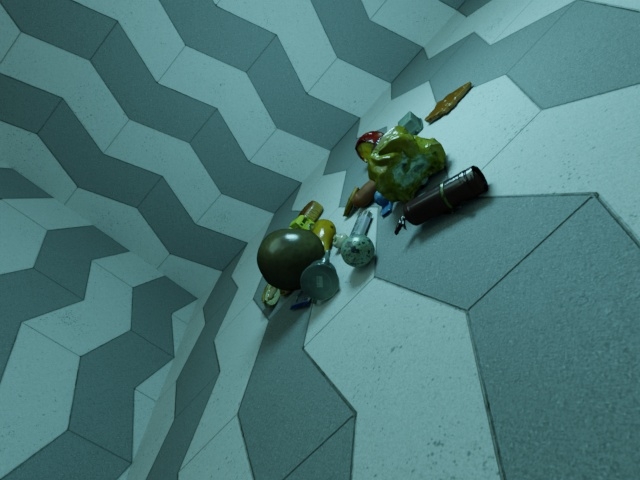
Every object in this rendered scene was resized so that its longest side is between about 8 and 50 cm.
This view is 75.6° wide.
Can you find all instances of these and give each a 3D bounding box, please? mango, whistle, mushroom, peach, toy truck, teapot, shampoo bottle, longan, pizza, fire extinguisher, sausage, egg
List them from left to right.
[{"bbox_3d":[-0.137,0.083,1.923,0.319,0.319,0.319,-44,18,18],"label":"longan"},{"bbox_3d":[-0.154,-0.032,2.505,0.124,0.157,0.272,-26,29,53],"label":"toy truck"},{"bbox_3d":[-0.004,-0.004,2.132,0.177,0.120,0.295,-39,20,32],"label":"mango"},{"bbox_3d":[0.000,0.159,1.758,0.149,0.162,0.239,-75,-1,-71],"label":"teapot"},{"bbox_3d":[0.093,0.000,1.971,0.083,0.067,0.083,-50,18,23],"label":"mushroom"},{"bbox_3d":[0.179,-0.228,2.203,0.176,0.036,0.185,-54,-11,-49],"label":"pizza"},{"bbox_3d":[0.144,0.043,1.642,0.132,0.132,0.172,-56,6,-19],"label":"egg"},{"bbox_3d":[0.172,-0.039,1.870,0.086,0.056,0.227,-34,23,47],"label":"shampoo bottle"},{"bbox_3d":[0.300,-0.536,2.382,0.226,0.196,0.190,-84,4,-65],"label":"peach"},{"bbox_3d":[0.281,-0.183,1.855,0.090,0.090,0.158,-38,20,35],"label":"whistle"},{"bbox_3d":[0.310,-0.294,1.998,0.094,0.094,0.419,-9,-23,-50],"label":"sausage"},{"bbox_3d":[0.392,-0.120,1.403,0.341,0.105,0.141,-31,23,40],"label":"fire extinguisher"}]

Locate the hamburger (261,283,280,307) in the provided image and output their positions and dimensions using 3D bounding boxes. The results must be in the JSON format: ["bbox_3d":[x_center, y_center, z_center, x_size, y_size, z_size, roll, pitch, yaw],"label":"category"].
[{"bbox_3d":[-0.272,0.304,2.236,0.102,0.087,0.176,-52,20,39],"label":"hamburger"}]

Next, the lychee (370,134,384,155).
[{"bbox_3d":[0.351,-0.466,2.103,0.188,0.188,0.188,-44,18,18],"label":"lychee"}]

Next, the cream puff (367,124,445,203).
[{"bbox_3d":[0.341,-0.336,1.727,0.323,0.270,0.274,-45,13,11],"label":"cream puff"}]

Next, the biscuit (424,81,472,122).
[{"bbox_3d":[0.646,-0.697,2.093,0.280,0.043,0.183,-35,25,27],"label":"biscuit"}]

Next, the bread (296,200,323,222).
[{"bbox_3d":[-0.075,-0.171,2.691,0.199,0.104,0.199,-46,16,17],"label":"bread"}]

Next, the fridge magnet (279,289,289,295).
[{"bbox_3d":[-0.171,0.226,2.163,0.143,0.063,0.143,-46,20,22],"label":"fridge magnet"}]

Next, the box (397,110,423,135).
[{"bbox_3d":[0.487,-0.633,2.267,0.124,0.093,0.172,-40,19,30],"label":"box"}]

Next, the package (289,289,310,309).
[{"bbox_3d":[-0.063,0.243,1.917,0.171,0.027,0.173,-26,24,54],"label":"package"}]
